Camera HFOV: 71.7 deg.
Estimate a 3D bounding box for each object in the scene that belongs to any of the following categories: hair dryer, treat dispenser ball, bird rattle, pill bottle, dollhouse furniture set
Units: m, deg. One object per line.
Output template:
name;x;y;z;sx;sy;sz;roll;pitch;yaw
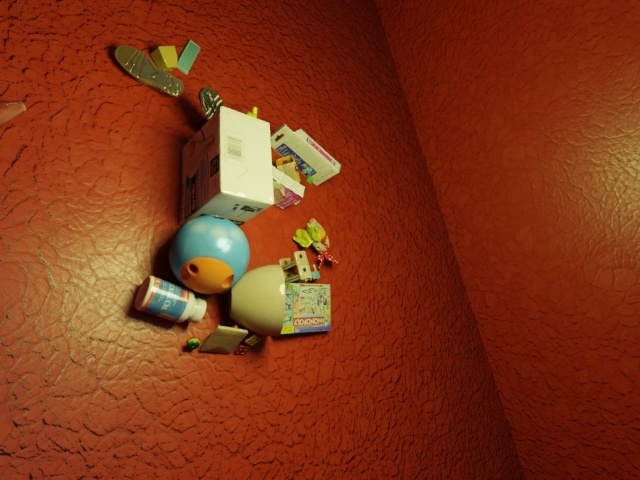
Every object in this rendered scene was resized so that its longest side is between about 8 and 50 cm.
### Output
hair dryer;-1.071;-0.429;1.349;0.293;0.080;0.224;5;68;-43
treat dispenser ball;-0.405;0.051;1.624;0.288;0.288;0.289;19;60;-37
bird rattle;0.000;0.000;2.157;0.253;0.143;0.207;42;32;-26
pill bottle;-0.522;0.217;1.560;0.221;0.124;0.125;27;56;-33
dollhouse furniture set;-0.073;0.120;2.025;0.183;0.129;0.129;-6;77;-44

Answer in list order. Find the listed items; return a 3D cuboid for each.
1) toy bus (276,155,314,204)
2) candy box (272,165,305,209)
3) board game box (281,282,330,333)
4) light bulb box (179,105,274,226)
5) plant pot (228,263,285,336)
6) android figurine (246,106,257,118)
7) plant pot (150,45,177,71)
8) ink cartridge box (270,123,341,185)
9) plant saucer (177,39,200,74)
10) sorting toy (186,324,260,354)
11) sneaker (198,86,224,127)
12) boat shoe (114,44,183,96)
toy bus;-0.149;-0.310;2.153;0.190;0.202;0.104;24;26;-26
candy box;-0.211;-0.247;2.032;0.233;0.159;0.071;31;52;-30
board game box;-0.077;0.298;1.960;0.317;0.046;0.214;7;79;-46
light bulb box;-0.375;-0.257;1.734;0.225;0.361;0.359;11;65;-38
plant pot;-0.258;0.234;1.729;0.190;0.284;0.285;2;70;-17
android figurine;-0.310;-0.451;1.973;0.056;0.248;0.273;7;91;-9
plant pot;-0.660;-0.772;1.892;0.081;0.081;0.084;-28;103;-46
ink cartridge box;-0.086;-0.434;2.218;0.370;0.175;0.069;36;51;-27
plant saucer;-0.602;-0.839;2.018;0.067;0.018;0.192;33;52;-30
sorting toy;-0.357;0.363;1.661;0.274;0.132;0.046;21;29;-41
sneaker;-0.475;-0.524;1.884;0.107;0.162;0.281;-59;146;-26
boat shoe;-0.704;-0.680;1.815;0.285;0.089;0.105;33;78;-26
